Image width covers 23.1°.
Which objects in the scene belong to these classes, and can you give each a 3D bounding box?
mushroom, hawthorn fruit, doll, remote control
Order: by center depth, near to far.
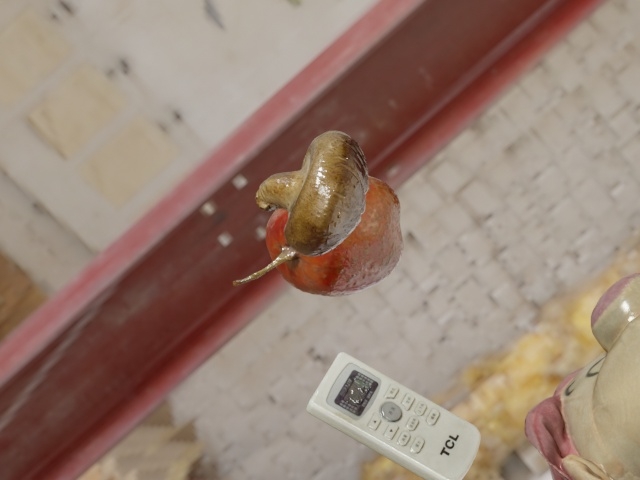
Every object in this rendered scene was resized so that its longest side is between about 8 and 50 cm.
[{"bbox_3d":[0.220,0.077,0.838,0.196,0.256,0.152,6,54,-39],"label":"doll"},{"bbox_3d":[0.001,-0.039,1.392,0.085,0.109,0.126,45,27,-18],"label":"mushroom"},{"bbox_3d":[0.084,0.201,1.741,0.190,0.087,0.029,30,-38,6],"label":"remote control"},{"bbox_3d":[0.000,0.000,1.812,0.162,0.162,0.203,50,37,12],"label":"hawthorn fruit"}]
